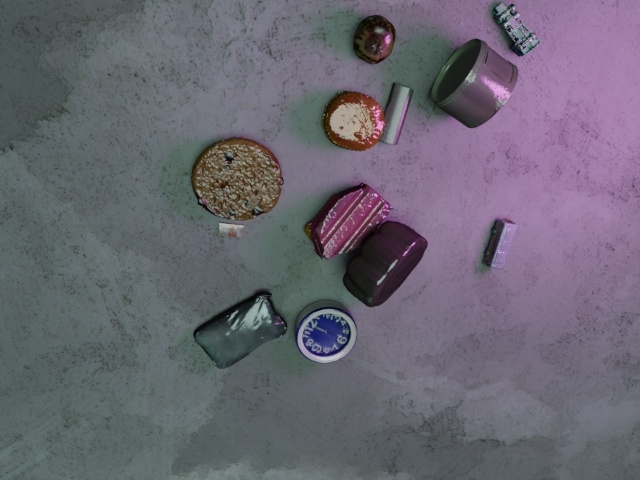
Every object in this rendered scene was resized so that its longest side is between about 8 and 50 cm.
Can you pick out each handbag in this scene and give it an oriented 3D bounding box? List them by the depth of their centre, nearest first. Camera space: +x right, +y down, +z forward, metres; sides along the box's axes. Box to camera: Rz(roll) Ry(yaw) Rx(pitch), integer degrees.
[{"bbox_3d":[-0.283,0.327,1.801,0.332,0.075,0.192,-30,109,6],"label":"handbag"}]

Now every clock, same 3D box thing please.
[{"bbox_3d":[0.019,0.338,1.847,0.230,0.083,0.231,-2,111,-6],"label":"clock"}]

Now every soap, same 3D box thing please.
[{"bbox_3d":[0.084,-0.057,1.666,0.182,0.112,0.289,38,87,-16],"label":"soap"}]

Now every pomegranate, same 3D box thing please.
[{"bbox_3d":[0.154,-0.598,1.484,0.125,0.163,0.138,33,123,8],"label":"pomegranate"}]

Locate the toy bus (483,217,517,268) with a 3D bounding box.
[{"bbox_3d":[0.662,0.015,1.832,0.064,0.075,0.191,7,108,-13],"label":"toy bus"}]

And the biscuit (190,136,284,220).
[{"bbox_3d":[-0.268,-0.196,1.603,0.295,0.075,0.296,-3,116,-6],"label":"biscuit"}]

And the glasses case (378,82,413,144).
[{"bbox_3d":[0.244,-0.411,1.628,0.071,0.042,0.191,14,107,-6],"label":"glasses case"}]

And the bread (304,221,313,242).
[{"bbox_3d":[0.000,0.000,1.735,0.052,0.044,0.157,-39,112,0],"label":"bread"}]

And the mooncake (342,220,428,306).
[{"bbox_3d":[0.216,0.074,1.680,0.154,0.306,0.306,38,103,19],"label":"mooncake"}]

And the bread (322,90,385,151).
[{"bbox_3d":[0.107,-0.377,1.582,0.199,0.104,0.199,-3,108,-9],"label":"bread"}]

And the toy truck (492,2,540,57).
[{"bbox_3d":[0.613,-0.668,1.583,0.067,0.081,0.175,-39,92,5],"label":"toy truck"}]

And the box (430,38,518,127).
[{"bbox_3d":[0.470,-0.483,1.535,0.149,0.226,0.226,28,103,-18],"label":"box"}]

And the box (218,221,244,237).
[{"bbox_3d":[-0.303,-0.035,1.690,0.083,0.012,0.046,6,108,-10],"label":"box"}]
